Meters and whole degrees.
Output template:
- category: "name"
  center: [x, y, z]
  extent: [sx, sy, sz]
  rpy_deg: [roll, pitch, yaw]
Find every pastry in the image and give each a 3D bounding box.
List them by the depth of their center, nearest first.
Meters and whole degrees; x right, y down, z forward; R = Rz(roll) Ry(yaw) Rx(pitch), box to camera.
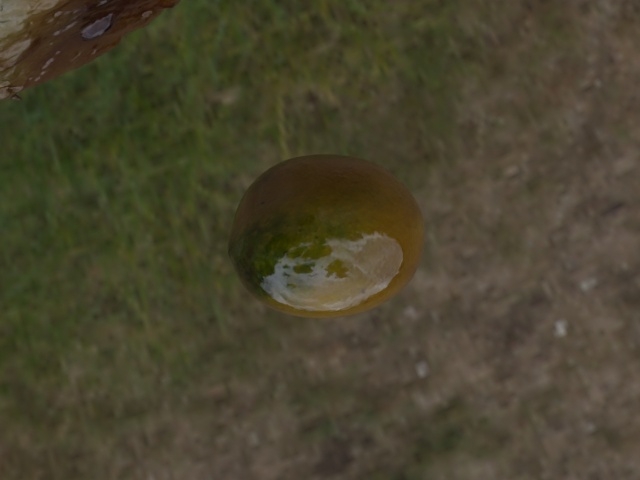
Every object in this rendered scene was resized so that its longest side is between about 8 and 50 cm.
- category: "pastry"
  center: [-0.172, -0.179, 1.310]
  extent: [0.229, 0.100, 0.218]
  rpy_deg: [-34, 173, 28]

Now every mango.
- category: "mango"
  center: [0.006, 0.000, 1.547]
  extent: [0.152, 0.221, 0.120]
  rpy_deg: [1, 102, 1]
